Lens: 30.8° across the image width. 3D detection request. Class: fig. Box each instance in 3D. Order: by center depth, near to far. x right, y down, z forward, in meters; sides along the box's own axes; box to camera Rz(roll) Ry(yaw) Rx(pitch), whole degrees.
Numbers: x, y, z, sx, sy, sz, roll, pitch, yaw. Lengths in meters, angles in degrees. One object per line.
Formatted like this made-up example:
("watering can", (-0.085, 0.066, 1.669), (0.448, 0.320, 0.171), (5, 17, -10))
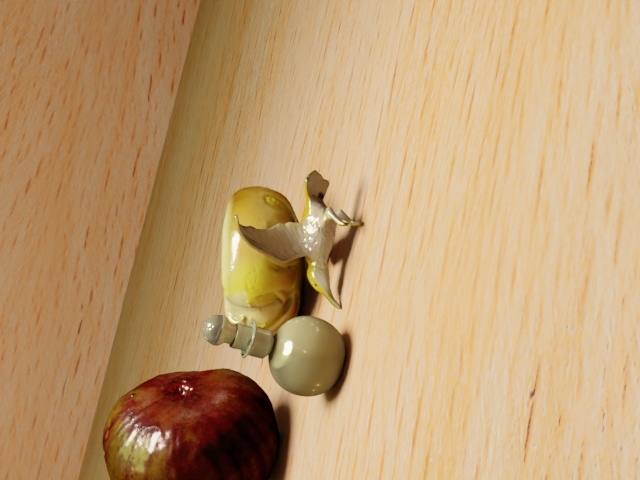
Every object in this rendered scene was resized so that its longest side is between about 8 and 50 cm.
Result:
("fig", (-0.153, 0.316, 1.481), (0.217, 0.216, 0.321), (-97, 1, -56))

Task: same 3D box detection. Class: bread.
("bread", (-0.072, 0.035, 1.513), (0.213, 0.104, 0.214), (-3, -90, -88))

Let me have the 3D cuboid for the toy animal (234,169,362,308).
("toy animal", (0.000, 0.000, 1.384), (0.095, 0.219, 0.155), (-48, 62, 22))

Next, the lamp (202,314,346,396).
("lamp", (-0.054, 0.118, 1.297), (0.091, 0.163, 0.091), (-162, 90, -73))
